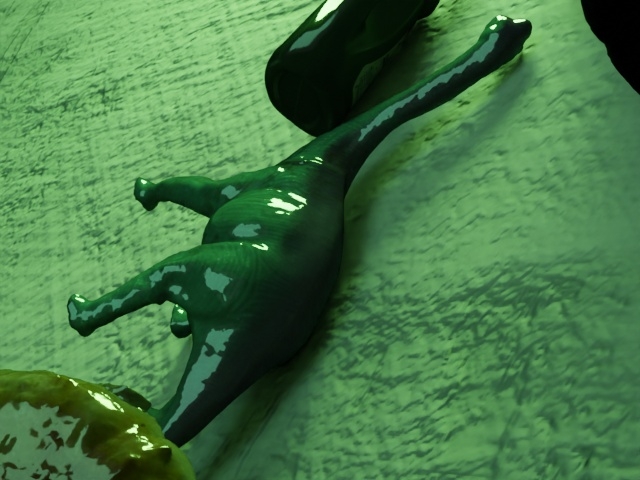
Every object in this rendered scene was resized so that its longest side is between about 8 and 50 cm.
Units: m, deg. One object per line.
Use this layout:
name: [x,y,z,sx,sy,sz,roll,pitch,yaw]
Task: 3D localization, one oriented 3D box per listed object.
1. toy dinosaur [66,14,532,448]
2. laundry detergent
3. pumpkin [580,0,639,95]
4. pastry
toy dinosaur: [0.000,0.000,1.098,0.331,0.129,0.383,-23,33,22]
laundry detergent: [0.048,-0.193,1.295,0.221,0.078,0.144,-49,-8,-15]
pumpkin: [0.250,-0.154,0.823,0.248,0.248,0.248,-35,27,21]
pastry: [-0.171,0.202,0.934,0.236,0.121,0.257,20,77,28]
